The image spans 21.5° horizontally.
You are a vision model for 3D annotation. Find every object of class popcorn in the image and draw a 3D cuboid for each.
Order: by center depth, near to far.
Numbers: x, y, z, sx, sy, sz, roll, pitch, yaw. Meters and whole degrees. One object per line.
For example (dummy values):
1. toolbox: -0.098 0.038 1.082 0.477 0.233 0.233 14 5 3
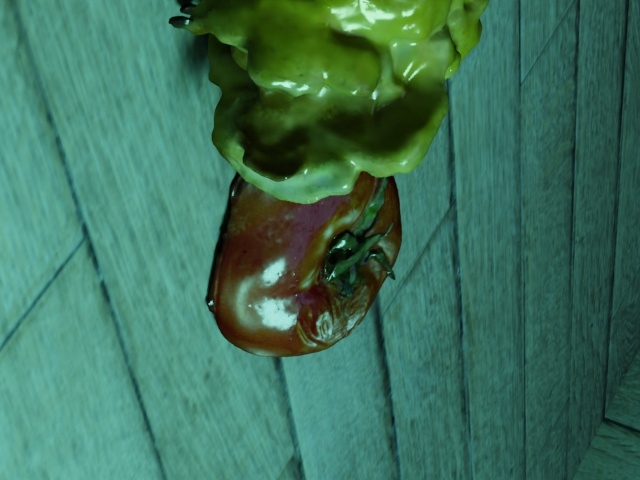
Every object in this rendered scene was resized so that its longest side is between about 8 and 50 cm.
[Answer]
1. popcorn: 0.008 -0.150 1.162 0.253 0.191 0.190 -62 -176 -8

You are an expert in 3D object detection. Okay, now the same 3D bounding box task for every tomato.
1. tomato: 0.003 0.002 1.390 0.228 0.101 0.228 -45 147 -41
